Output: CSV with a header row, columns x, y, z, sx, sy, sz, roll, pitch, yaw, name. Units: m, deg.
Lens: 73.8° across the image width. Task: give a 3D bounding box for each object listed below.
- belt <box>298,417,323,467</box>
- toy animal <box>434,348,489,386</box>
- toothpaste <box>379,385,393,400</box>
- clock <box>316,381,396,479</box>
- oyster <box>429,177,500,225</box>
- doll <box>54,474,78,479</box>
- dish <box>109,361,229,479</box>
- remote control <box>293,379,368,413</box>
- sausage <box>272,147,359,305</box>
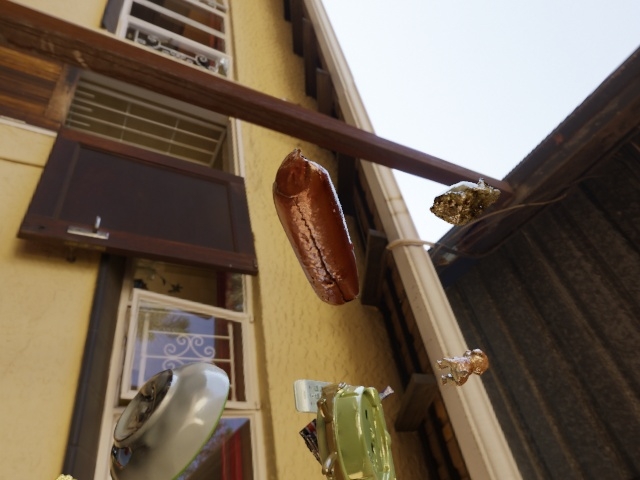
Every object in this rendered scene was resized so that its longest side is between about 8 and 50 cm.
x,y,z,sx,sy,sz,roll,pitch,yaw,name
0.060,0.809,1.522,0.359,0.094,0.126,55,-23,1,belt
0.525,0.439,1.480,0.184,0.185,0.104,139,-56,-68,toy animal
0.184,0.475,1.291,0.024,0.083,0.015,45,-22,31,toothpaste
0.068,0.408,0.871,0.096,0.308,0.235,-17,-121,15,clock
0.220,-0.057,0.668,0.108,0.165,0.053,-12,-107,30,oyster
-0.722,0.775,1.197,0.363,0.199,0.145,-56,177,34,doll
-0.369,0.397,0.970,0.324,0.124,0.324,-36,-159,16,dish
0.044,0.516,1.373,0.051,0.293,0.103,-53,-147,37,remote control
0.000,0.000,0.690,0.330,0.102,0.102,70,0,-46,sausage
